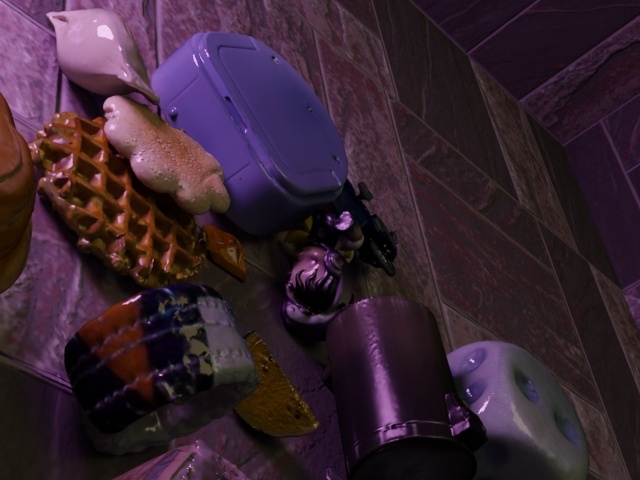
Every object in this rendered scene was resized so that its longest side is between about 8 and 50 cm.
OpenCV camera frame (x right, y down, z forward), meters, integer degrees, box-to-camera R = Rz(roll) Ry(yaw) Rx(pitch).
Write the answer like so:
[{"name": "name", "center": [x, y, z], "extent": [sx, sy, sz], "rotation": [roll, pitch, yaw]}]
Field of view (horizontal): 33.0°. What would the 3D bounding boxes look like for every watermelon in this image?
[{"name": "watermelon", "center": [-0.093, 0.232, 1.614], "extent": [0.181, 0.092, 0.075], "rotation": [58, 38, -12]}]

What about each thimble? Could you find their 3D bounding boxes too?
[{"name": "thimble", "center": [-0.194, 0.160, 1.356], "extent": [0.237, 0.237, 0.150], "rotation": [8, 52, -57]}]

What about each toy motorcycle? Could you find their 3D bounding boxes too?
[{"name": "toy motorcycle", "center": [0.077, -0.040, 2.213], "extent": [0.315, 0.113, 0.169], "rotation": [58, 7, 26]}]

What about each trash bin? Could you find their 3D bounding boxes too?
[{"name": "trash bin", "center": [0.125, 0.256, 1.754], "extent": [0.203, 0.252, 0.302], "rotation": [37, 28, -36]}]

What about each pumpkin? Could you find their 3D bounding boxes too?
[{"name": "pumpkin", "center": [-0.155, 0.017, 1.827], "extent": [0.101, 0.035, 0.073], "rotation": [37, 33, -37]}]

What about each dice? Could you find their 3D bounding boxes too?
[{"name": "dice", "center": [0.298, 0.358, 1.924], "extent": [0.262, 0.268, 0.265], "rotation": [46, 27, -17]}]

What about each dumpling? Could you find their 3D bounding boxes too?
[{"name": "dumpling", "center": [-0.336, -0.289, 1.765], "extent": [0.252, 0.131, 0.179], "rotation": [32, -7, 31]}]

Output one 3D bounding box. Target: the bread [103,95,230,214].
[{"name": "bread", "center": [-0.234, -0.125, 1.700], "extent": [0.251, 0.039, 0.182], "rotation": [35, 23, -33]}]

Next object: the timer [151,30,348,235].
[{"name": "timer", "center": [-0.115, -0.192, 1.991], "extent": [0.395, 0.173, 0.395], "rotation": [39, 29, -27]}]

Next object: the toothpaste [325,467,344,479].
[{"name": "toothpaste", "center": [0.049, 0.503, 1.555], "extent": [0.099, 0.061, 0.392], "rotation": [45, 25, -33]}]

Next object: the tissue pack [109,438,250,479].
[{"name": "tissue pack", "center": [-0.213, 0.324, 1.092], "extent": [0.123, 0.256, 0.215], "rotation": [48, 25, -7]}]

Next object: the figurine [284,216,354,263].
[{"name": "figurine", "center": [0.006, 0.004, 2.063], "extent": [0.129, 0.109, 0.178], "rotation": [40, 20, -3]}]

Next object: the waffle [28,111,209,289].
[{"name": "waffle", "center": [-0.298, -0.067, 1.643], "extent": [0.325, 0.068, 0.302], "rotation": [59, 26, 5]}]

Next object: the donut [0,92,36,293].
[{"name": "donut", "center": [-0.502, -0.104, 1.173], "extent": [0.449, 0.198, 0.449], "rotation": [40, 23, -20]}]

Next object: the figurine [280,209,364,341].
[{"name": "figurine", "center": [0.006, 0.067, 1.906], "extent": [0.145, 0.145, 0.222], "rotation": [33, 71, -38]}]
